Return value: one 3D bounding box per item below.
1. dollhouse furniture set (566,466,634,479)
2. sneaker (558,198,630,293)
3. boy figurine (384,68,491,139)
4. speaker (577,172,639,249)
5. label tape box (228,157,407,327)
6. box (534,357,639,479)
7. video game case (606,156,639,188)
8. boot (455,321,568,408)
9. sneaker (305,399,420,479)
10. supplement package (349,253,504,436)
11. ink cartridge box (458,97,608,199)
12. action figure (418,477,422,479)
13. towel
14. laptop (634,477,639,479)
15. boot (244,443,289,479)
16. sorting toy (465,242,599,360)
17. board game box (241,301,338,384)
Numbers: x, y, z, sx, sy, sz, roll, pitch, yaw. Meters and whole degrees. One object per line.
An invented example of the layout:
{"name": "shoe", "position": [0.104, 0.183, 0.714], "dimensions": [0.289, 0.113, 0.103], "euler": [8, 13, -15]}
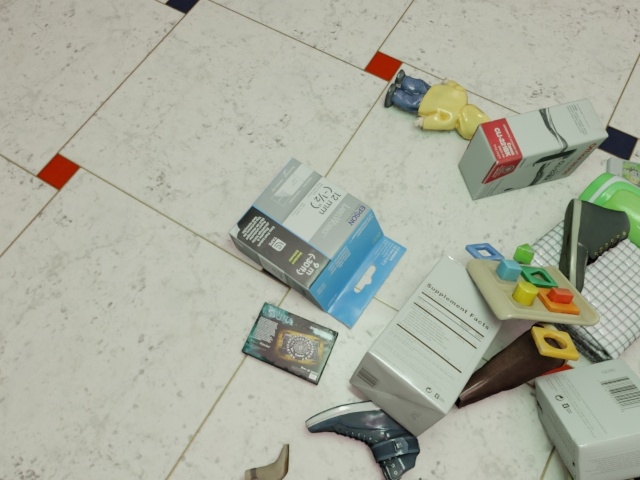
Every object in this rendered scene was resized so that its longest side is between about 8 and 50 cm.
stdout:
{"name": "dollhouse furniture set", "position": [0.575, 0.514, 0.908], "dimensions": [0.182, 0.101, 0.160], "euler": [-8, 91, 24]}
{"name": "sneaker", "position": [0.574, 0.019, 1.003], "dimensions": [0.118, 0.083, 0.222], "euler": [12, 71, 13]}
{"name": "boy figurine", "position": [0.322, -0.362, 1.286], "dimensions": [0.285, 0.092, 0.177], "euler": [26, 70, 10]}
{"name": "speaker", "position": [0.735, -0.026, 1.084], "dimensions": [0.131, 0.131, 0.296], "euler": [-36, 60, -13]}
{"name": "label tape box", "position": [0.000, 0.000, 1.134], "dimensions": [0.348, 0.115, 0.249], "euler": [34, 72, 15]}
{"name": "box", "position": [0.539, 0.344, 0.922], "dimensions": [0.182, 0.119, 0.181], "euler": [-15, 25, 5]}
{"name": "video game case", "position": [0.826, -0.103, 1.207], "dimensions": [0.213, 0.023, 0.193], "euler": [15, 69, 7]}
{"name": "boot", "position": [0.363, 0.261, 0.948], "dimensions": [0.207, 0.248, 0.090], "euler": [-29, 64, -8]}
{"name": "sneaker", "position": [0.090, 0.414, 0.978], "dimensions": [0.226, 0.086, 0.163], "euler": [-9, 65, -4]}
{"name": "supplement package", "position": [0.223, 0.207, 0.976], "dimensions": [0.175, 0.177, 0.293], "euler": [37, 57, 15]}
{"name": "ink cartridge box", "position": [0.502, -0.215, 1.165], "dimensions": [0.273, 0.197, 0.114], "euler": [-15, 70, -4]}
{"name": "action figure", "position": [0.293, 0.635, 0.842], "dimensions": [0.330, 0.178, 0.341], "euler": [15, 65, 18]}
{"name": "towel", "position": [0.597, 0.099, 1.080], "dimensions": [0.235, 0.121, 0.283], "euler": [-40, 69, -7]}
{"name": "laptop", "position": [0.826, 0.533, 0.899], "dimensions": [0.408, 0.236, 0.382], "euler": [-3, 47, -30]}
{"name": "boot", "position": [-0.110, 0.476, 0.983], "dimensions": [0.087, 0.042, 0.118], "euler": [0, 61, 9]}
{"name": "sorting toy", "position": [0.404, 0.087, 0.921], "dimensions": [0.196, 0.047, 0.347], "euler": [4, 32, -9]}
{"name": "board game box", "position": [-0.067, 0.230, 1.087], "dimensions": [0.186, 0.026, 0.126], "euler": [21, 70, 10]}
